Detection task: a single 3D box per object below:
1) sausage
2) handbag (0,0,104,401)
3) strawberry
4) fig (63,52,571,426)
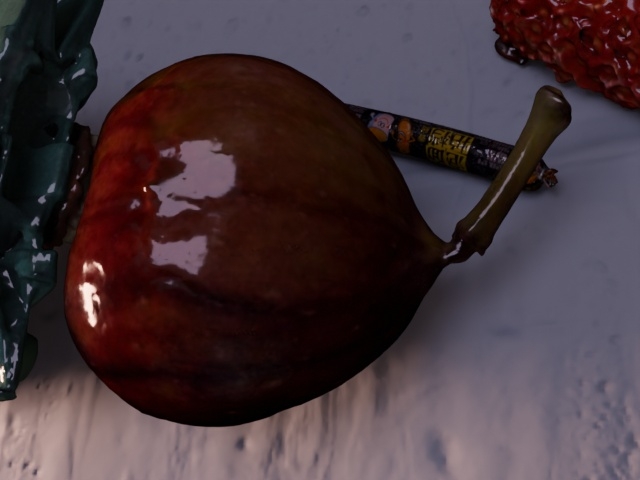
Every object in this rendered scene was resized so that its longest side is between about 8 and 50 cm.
[{"bbox_3d":[0.058,-0.064,0.614,0.198,0.025,0.028,20,72,31],"label":"sausage"},{"bbox_3d":[-0.236,-0.019,0.627,0.274,0.100,0.269,-12,62,45],"label":"handbag"},{"bbox_3d":[0.183,-0.136,0.564,0.188,0.082,0.121,14,74,26],"label":"strawberry"},{"bbox_3d":[-0.007,0.008,0.533,0.249,0.186,0.204,10,55,-1],"label":"fig"}]
